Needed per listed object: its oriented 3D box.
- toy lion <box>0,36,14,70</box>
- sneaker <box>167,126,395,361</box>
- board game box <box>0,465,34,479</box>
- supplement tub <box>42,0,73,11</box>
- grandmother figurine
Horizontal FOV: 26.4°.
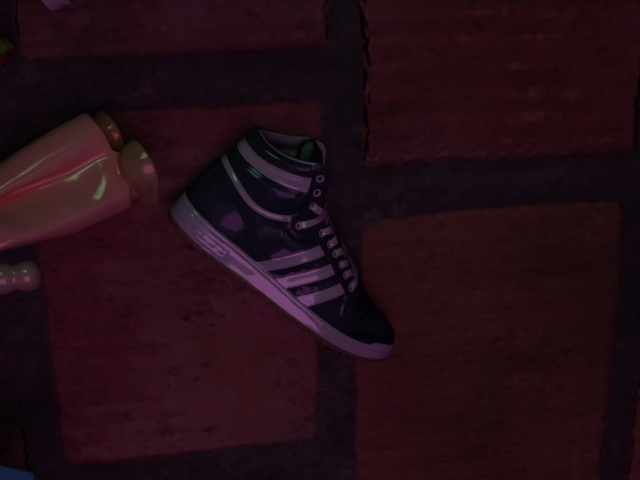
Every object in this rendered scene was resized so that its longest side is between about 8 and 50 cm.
[{"bbox_3d":[-0.329,-0.148,1.279,0.034,0.096,0.100,47,138,-4],"label":"toy lion"},{"bbox_3d":[0.000,0.000,1.392,0.282,0.099,0.153,36,103,-19],"label":"sneaker"},{"bbox_3d":[-0.441,0.295,1.357,0.242,0.064,0.316,17,142,-18],"label":"board game box"},{"bbox_3d":[-0.181,-0.303,1.204,0.200,0.144,0.144,-30,115,1],"label":"supplement tub"},{"bbox_3d":[-0.331,-0.013,1.263,0.342,0.208,0.104,-28,124,-22],"label":"grandmother figurine"}]
